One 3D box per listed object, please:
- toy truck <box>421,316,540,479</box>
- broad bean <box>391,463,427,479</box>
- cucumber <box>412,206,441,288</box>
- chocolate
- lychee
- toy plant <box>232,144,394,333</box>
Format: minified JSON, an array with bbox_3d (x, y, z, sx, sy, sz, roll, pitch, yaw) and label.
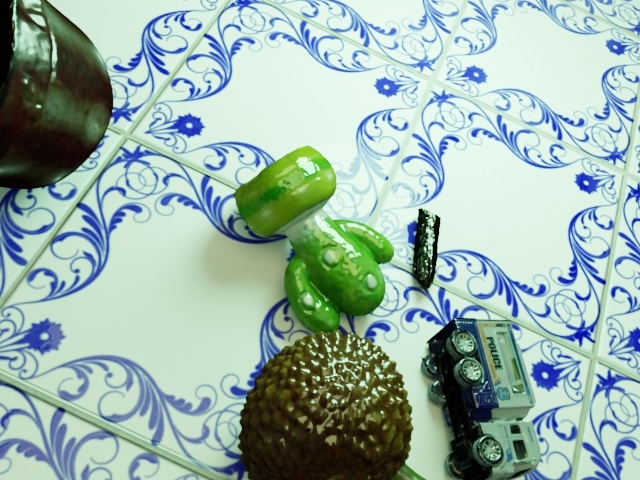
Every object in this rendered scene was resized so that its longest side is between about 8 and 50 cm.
[{"bbox_3d":[0.282,0.273,1.164,0.156,0.124,0.267,2,59,-20],"label":"toy truck"},{"bbox_3d":[0.172,0.425,1.094,0.060,0.043,0.297,-36,75,-18],"label":"broad bean"},{"bbox_3d":[0.205,0.015,1.332,0.053,0.053,0.181,14,61,-8],"label":"cucumber"},{"bbox_3d":[-0.526,-0.253,1.110,0.384,0.331,0.383,-1,87,15],"label":"chocolate"},{"bbox_3d":[0.005,0.261,1.029,0.268,0.267,0.267,7,60,-12],"label":"lychee"},{"bbox_3d":[0.000,0.000,1.234,0.224,0.184,0.315,-31,89,-23],"label":"toy plant"}]
